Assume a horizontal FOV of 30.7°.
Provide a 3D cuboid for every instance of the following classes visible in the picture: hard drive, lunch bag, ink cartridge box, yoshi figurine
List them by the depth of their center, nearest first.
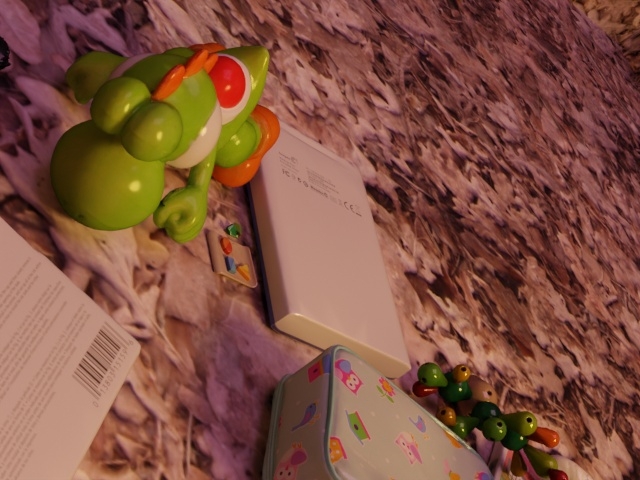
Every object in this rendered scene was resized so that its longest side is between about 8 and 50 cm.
[{"bbox_3d":[-0.275,0.093,0.867,0.239,0.060,0.275,45,30,-15],"label":"ink cartridge box"},{"bbox_3d":[0.068,0.248,1.173,0.279,0.108,0.224,43,25,-24],"label":"lunch bag"},{"bbox_3d":[-0.170,-0.103,1.187,0.362,0.204,0.203,-38,133,-76],"label":"yoshi figurine"},{"bbox_3d":[0.000,0.000,1.416,0.210,0.040,0.318,28,37,-40],"label":"hard drive"}]

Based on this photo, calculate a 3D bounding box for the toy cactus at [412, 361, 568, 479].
[{"bbox_3d":[0.198,0.219,1.432,0.219,0.112,0.180,28,9,-8],"label":"toy cactus"}]

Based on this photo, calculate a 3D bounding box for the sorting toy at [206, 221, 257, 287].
[{"bbox_3d":[-0.098,0.009,1.284,0.062,0.012,0.083,24,40,-44],"label":"sorting toy"}]

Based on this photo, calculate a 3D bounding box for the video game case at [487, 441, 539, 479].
[{"bbox_3d":[0.263,0.379,1.420,0.204,0.025,0.285,51,28,-7],"label":"video game case"}]

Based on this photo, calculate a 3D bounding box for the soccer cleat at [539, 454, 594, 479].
[{"bbox_3d":[0.331,0.360,1.452,0.076,0.068,0.196,-17,76,-58],"label":"soccer cleat"}]

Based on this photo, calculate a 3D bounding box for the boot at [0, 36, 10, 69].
[{"bbox_3d":[-0.350,-0.201,1.093,0.121,0.045,0.099,61,30,-2],"label":"boot"}]
